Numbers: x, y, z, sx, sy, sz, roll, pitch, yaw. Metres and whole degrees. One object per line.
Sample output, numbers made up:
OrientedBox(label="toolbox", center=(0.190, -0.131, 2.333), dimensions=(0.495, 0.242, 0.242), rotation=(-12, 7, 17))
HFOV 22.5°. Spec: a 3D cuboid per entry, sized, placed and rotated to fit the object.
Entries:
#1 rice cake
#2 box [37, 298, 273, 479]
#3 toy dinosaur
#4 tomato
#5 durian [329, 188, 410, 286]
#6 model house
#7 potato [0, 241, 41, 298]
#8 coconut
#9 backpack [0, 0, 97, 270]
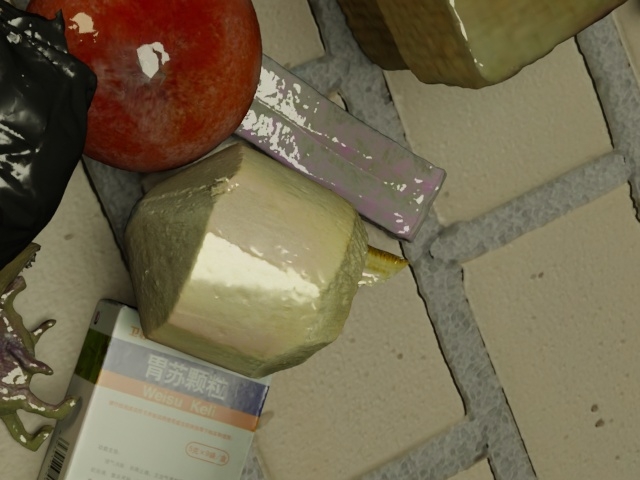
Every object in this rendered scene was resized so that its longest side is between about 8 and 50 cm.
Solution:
OrientedBox(label="rice cake", center=(0.011, -0.108, 1.917), dimensions=(0.298, 0.050, 0.106), rotation=(31, 82, -21))
OrientedBox(label="box", center=(-0.195, 0.238, 1.829), dimensions=(0.200, 0.106, 0.299), rotation=(20, 86, -22))
OrientedBox(label="toy dinosaur", center=(-0.380, 0.162, 1.782), dimensions=(0.200, 0.072, 0.251), rotation=(40, 91, -10))
OrientedBox(label="tomato", center=(-0.190, -0.204, 1.723), dimensions=(0.265, 0.265, 0.265), rotation=(-2, 95, -22))
OrientedBox(label="durian", center=(-0.005, 0.006, 1.901), dimensions=(0.224, 0.078, 0.140), rotation=(14, 87, -18))
OrientedBox(label="model house", center=(0.147, -0.386, 1.773), dimensions=(0.335, 0.382, 0.342), rotation=(-35, 107, -17))
OrientedBox(label="potato", center=(-0.392, 0.039, 1.723), dimensions=(0.101, 0.089, 0.172), rotation=(37, 80, 15))
OrientedBox(label="coconut", center=(-0.092, 0.019, 1.725), dimensions=(0.244, 0.239, 0.239), rotation=(23, 85, -15))
OrientedBox(label="backpack", center=(-0.437, -0.170, 1.578), dimensions=(0.446, 0.363, 0.255), rotation=(33, 64, -11))
